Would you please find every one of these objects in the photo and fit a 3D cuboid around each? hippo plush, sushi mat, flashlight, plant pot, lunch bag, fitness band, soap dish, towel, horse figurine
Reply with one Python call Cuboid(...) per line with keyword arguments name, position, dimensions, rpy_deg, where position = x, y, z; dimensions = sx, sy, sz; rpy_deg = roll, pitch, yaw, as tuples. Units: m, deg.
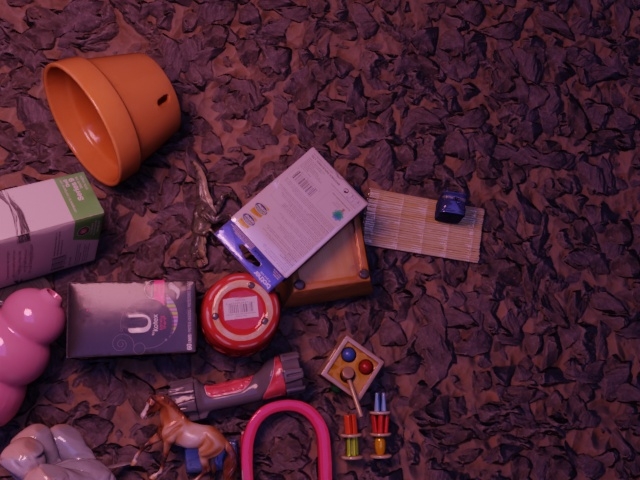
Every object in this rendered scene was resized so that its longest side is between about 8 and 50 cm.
Cuboid(name="hippo plush", position=(-0.562, 0.538, 1.364), dimensions=(0.294, 0.234, 0.237), rpy_deg=(29, 94, -45))
Cuboid(name="sushi mat", position=(0.263, -0.038, 1.685), dimensions=(0.316, 0.019, 0.152), rpy_deg=(9, 78, -8))
Cuboid(name="flashlight", position=(-0.190, 0.327, 1.498), dimensions=(0.303, 0.103, 0.103), rpy_deg=(-9, 118, -7))
Cuboid(name="plant pot", position=(-0.457, -0.298, 1.494), dimensions=(0.203, 0.291, 0.291), rpy_deg=(-36, 86, -30))
Cuboid(name="lunch bag", position=(0.326, -0.088, 1.644), dimensions=(0.067, 0.098, 0.065), rpy_deg=(10, 74, -2))
Cuboid(name="plant pot", position=(-0.181, 0.170, 1.490), dimensions=(0.191, 0.174, 0.191), rpy_deg=(1, 81, -9))
Cuboid(name="fitness band", position=(-0.078, 0.511, 1.504), dimensions=(0.208, 0.054, 0.291), rpy_deg=(0, 80, -12))
Cuboid(name="soap dish", position=(0.000, 0.000, 1.581), dimensions=(0.228, 0.118, 0.291), rpy_deg=(-8, 79, -11))
Cuboid(name="towel", position=(-0.246, 0.488, 1.487), dimensions=(0.119, 0.029, 0.067), rpy_deg=(-3, 82, -11))
Cuboid(name="horse figurine", position=(-0.285, 0.450, 1.430), dimensions=(0.263, 0.066, 0.175), rpy_deg=(26, 89, -9))

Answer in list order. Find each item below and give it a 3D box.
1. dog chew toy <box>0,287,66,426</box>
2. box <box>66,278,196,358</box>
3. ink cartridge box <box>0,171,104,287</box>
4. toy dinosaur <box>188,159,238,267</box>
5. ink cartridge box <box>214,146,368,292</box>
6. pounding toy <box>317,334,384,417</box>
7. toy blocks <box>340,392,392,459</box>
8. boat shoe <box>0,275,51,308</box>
Cuboid(name="dog chew toy", position=(-0.657, 0.236, 1.356), dimensions=(0.206, 0.206, 0.332), rpy_deg=(42, 89, 0))
Cuboid(name="box", position=(-0.411, 0.177, 1.462), dimensions=(0.270, 0.143, 0.165), rpy_deg=(-2, 79, -10))
Cuboid(name="ink cartridge box", position=(-0.622, -0.012, 1.377), dimensions=(0.289, 0.211, 0.122), rpy_deg=(-19, 70, -34))
Cuboid(name="toy dinosaur", position=(-0.257, -0.072, 1.583), dimensions=(0.118, 0.064, 0.268), rpy_deg=(-2, 76, -3))
Cuboid(name="ink cartridge box", position=(-0.066, -0.044, 1.486), dimensions=(0.311, 0.065, 0.186), rpy_deg=(-42, 87, -18))
Cuboid(name="pounding toy", position=(0.072, 0.317, 1.539), dimensions=(0.130, 0.100, 0.141), rpy_deg=(35, 75, -1))
Cuboid(name="toy blocks", position=(0.106, 0.434, 1.546), dimensions=(0.123, 0.054, 0.148), rpy_deg=(1, 79, -10))
Cuboid(name="boat shoe", position=(-0.756, 0.089, 1.453), dimensions=(0.320, 0.103, 0.118), rpy_deg=(16, 55, -12))
